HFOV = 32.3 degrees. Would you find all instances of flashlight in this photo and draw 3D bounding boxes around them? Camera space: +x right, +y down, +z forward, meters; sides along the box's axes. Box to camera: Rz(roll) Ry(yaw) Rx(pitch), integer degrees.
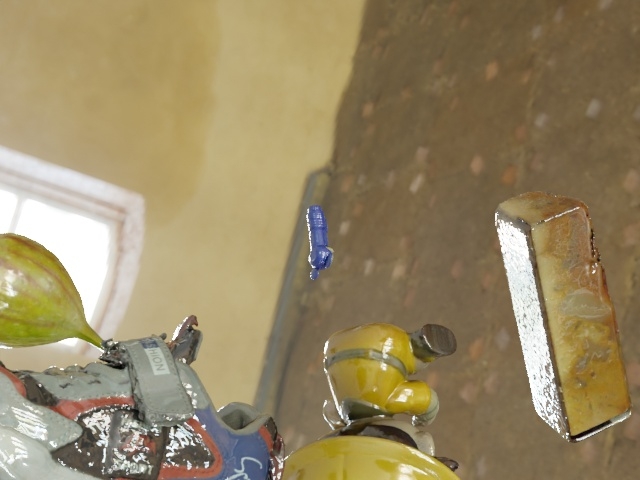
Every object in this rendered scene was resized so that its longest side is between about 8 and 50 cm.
[{"bbox_3d":[0.000,0.000,1.680,0.057,0.035,0.121,-44,-140,42],"label":"flashlight"}]

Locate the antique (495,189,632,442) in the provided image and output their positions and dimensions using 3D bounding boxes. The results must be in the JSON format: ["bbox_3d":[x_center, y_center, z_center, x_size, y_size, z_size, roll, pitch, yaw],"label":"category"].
[{"bbox_3d":[0.291,0.087,1.318,0.087,0.093,0.310,-135,-155,-62],"label":"antique"}]

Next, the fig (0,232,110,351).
[{"bbox_3d":[-0.207,0.045,0.859,0.093,0.166,0.093,-34,-130,53],"label":"fig"}]

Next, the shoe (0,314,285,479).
[{"bbox_3d":[-0.106,0.091,0.595,0.125,0.227,0.099,-59,-160,-7],"label":"shoe"}]

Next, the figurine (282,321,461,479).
[{"bbox_3d":[0.046,0.205,1.044,0.192,0.167,0.257,-26,-123,38],"label":"figurine"}]
